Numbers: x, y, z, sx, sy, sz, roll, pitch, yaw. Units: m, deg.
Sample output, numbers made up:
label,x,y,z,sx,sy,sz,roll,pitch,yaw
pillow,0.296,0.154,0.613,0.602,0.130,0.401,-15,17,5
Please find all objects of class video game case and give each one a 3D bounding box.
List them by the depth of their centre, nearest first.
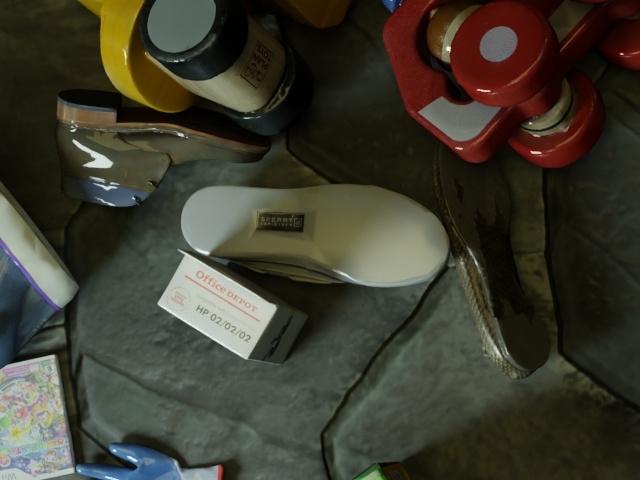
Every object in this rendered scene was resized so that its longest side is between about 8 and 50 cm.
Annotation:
label,x,y,z,sx,sy,sz,roll,pitch,yaw
video game case,-0.299,0.184,1.757,0.087,0.011,0.122,-13,81,9

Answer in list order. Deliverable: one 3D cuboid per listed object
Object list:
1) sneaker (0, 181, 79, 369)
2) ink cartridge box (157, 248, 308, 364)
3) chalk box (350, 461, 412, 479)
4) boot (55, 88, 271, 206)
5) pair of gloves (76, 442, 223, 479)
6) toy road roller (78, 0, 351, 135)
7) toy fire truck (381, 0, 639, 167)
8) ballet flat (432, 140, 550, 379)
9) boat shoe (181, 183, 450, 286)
label,x,y,z,sx,sy,sz,roll,pitch,yaw
sneaker,-0.422,0.006,1.722,0.236,0.130,0.323,-39,93,-3
ink cartridge box,-0.085,0.065,1.642,0.104,0.181,0.062,30,90,13
chalk box,0.012,0.319,1.620,0.213,0.132,0.132,-35,78,6
boot,-0.163,-0.082,1.745,0.219,0.082,0.106,12,111,3
pair of gloves,-0.173,0.301,1.714,0.159,0.023,0.198,1,83,11
toy road roller,-0.106,-0.283,1.681,0.240,0.202,0.330,24,84,30
toy fire truck,0.187,-0.231,1.652,0.302,0.169,0.254,-48,53,2
ballet flat,0.156,0.015,1.666,0.084,0.058,0.250,-12,78,-30
boat shoe,0.000,0.000,1.680,0.267,0.088,0.096,2,80,16
